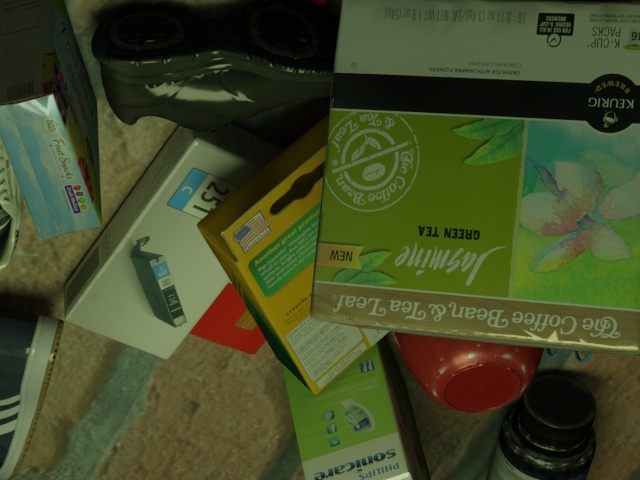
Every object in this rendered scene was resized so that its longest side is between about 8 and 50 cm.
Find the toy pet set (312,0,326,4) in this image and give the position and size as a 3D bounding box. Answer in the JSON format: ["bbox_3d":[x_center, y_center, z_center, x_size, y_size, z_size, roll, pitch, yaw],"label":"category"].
[{"bbox_3d":[-0.012,-0.301,1.848,0.122,0.065,0.114,26,158,-25],"label":"toy pet set"}]

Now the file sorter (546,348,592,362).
[{"bbox_3d":[0.245,0.063,2.166,0.170,0.118,0.104,11,133,-18],"label":"file sorter"}]

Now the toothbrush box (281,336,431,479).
[{"bbox_3d":[0.048,0.232,2.160,0.122,0.283,0.206,-18,135,6],"label":"toothbrush box"}]

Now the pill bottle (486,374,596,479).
[{"bbox_3d":[0.279,0.279,2.359,0.123,0.123,0.219,1,131,-11],"label":"pill bottle"}]

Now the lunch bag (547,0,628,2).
[{"bbox_3d":[0.206,-0.349,1.753,0.235,0.169,0.287,8,125,-17],"label":"lunch bag"}]

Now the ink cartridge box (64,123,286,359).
[{"bbox_3d":[-0.106,0.017,2.098,0.261,0.066,0.296,22,124,-26],"label":"ink cartridge box"}]

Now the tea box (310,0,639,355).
[{"bbox_3d":[0.192,-0.061,1.802,0.329,0.323,0.220,4,178,24],"label":"tea box"}]

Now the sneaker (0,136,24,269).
[{"bbox_3d":[-0.348,-0.079,1.951,0.090,0.095,0.235,-6,131,-2],"label":"sneaker"}]

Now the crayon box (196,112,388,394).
[{"bbox_3d":[0.000,0.000,2.004,0.203,0.083,0.323,-40,142,-10],"label":"crayon box"}]

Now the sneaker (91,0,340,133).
[{"bbox_3d":[-0.088,-0.173,1.918,0.286,0.109,0.130,2,138,0],"label":"sneaker"}]

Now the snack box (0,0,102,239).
[{"bbox_3d":[-0.269,-0.136,1.835,0.070,0.207,0.174,-12,133,1],"label":"snack box"}]

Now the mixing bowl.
[{"bbox_3d":[0.173,0.126,2.068,0.181,0.098,0.181,-4,139,-4],"label":"mixing bowl"}]

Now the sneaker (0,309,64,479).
[{"bbox_3d":[-0.398,0.170,2.165,0.153,0.099,0.282,15,136,-10],"label":"sneaker"}]
